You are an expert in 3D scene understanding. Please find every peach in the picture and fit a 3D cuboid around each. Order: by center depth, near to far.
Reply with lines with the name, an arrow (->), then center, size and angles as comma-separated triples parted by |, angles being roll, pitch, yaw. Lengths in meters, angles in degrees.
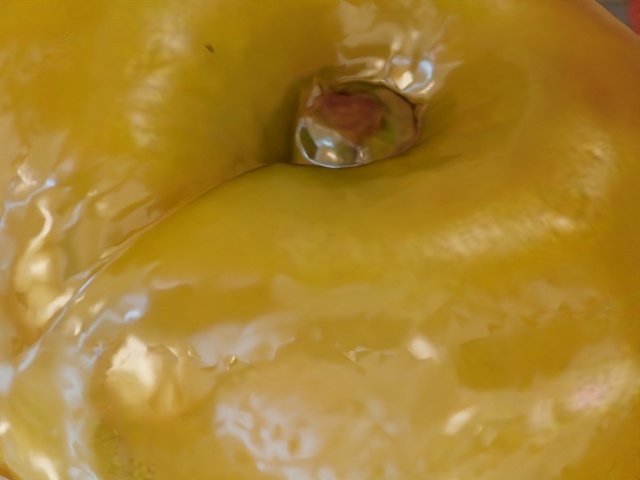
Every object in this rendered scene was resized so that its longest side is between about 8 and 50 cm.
peach -> 0.000, 0.000, 0.552 | 0.251, 0.251, 0.153 | 28, 141, 18
